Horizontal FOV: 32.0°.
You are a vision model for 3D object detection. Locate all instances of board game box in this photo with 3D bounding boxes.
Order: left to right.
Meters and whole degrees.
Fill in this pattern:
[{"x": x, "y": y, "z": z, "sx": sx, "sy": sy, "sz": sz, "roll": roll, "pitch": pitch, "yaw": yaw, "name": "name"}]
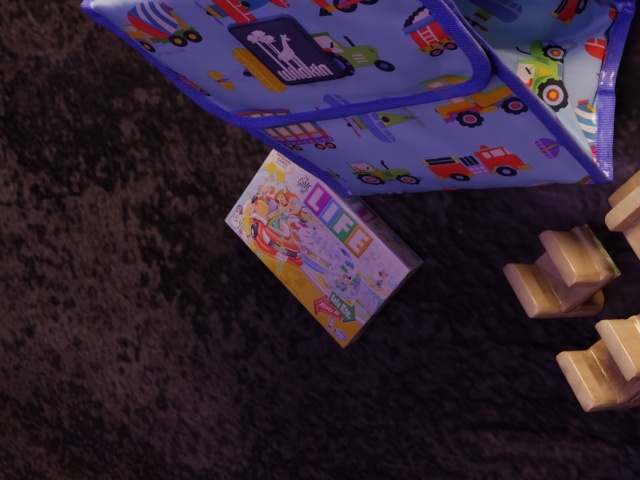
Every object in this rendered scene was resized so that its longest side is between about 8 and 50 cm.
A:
[{"x": 0.000, "y": 0.000, "z": 0.933, "sx": 0.154, "sy": 0.026, "sz": 0.103, "roll": 46, "pitch": 125, "yaw": 13, "name": "board game box"}]

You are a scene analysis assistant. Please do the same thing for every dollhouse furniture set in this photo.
[{"x": 0.285, "y": 0.046, "z": 0.713, "sx": 0.212, "sy": 0.161, "sz": 0.242, "roll": -48, "pitch": 55, "yaw": 36, "name": "dollhouse furniture set"}]

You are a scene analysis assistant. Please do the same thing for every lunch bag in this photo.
[{"x": 0.021, "y": -0.134, "z": 0.680, "sx": 0.221, "sy": 0.293, "sz": 0.138, "roll": -1, "pitch": 74, "yaw": 41, "name": "lunch bag"}]
